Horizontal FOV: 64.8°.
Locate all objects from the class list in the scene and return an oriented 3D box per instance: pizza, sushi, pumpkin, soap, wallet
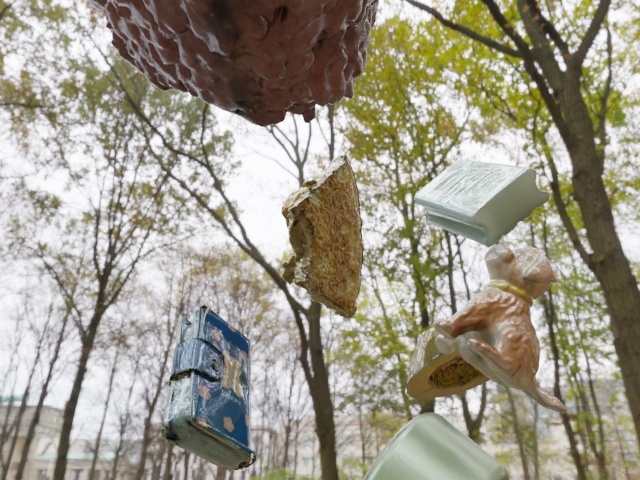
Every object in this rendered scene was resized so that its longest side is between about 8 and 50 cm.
[{"bbox_3d":[0.000,0.000,0.946,0.089,0.324,0.223,0,5,37],"label":"pizza"},{"bbox_3d":[-0.064,-0.228,0.438,0.270,0.236,0.171,32,-29,16],"label":"sushi"},{"bbox_3d":[0.253,0.209,0.964,0.217,0.110,0.217,-8,-36,-6],"label":"pumpkin"},{"bbox_3d":[0.242,-0.066,0.794,0.119,0.198,0.067,-38,-72,-4],"label":"soap"},{"bbox_3d":[-0.146,0.196,0.693,0.059,0.202,0.141,-33,-55,17],"label":"wallet"}]

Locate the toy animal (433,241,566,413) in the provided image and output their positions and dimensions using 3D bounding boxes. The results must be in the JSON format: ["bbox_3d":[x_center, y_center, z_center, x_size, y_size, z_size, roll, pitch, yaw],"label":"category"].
[{"bbox_3d":[0.275,0.104,0.670,0.183,0.185,0.104,33,-23,24],"label":"toy animal"}]

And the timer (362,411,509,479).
[{"bbox_3d":[0.206,0.419,0.619,0.315,0.291,0.291,23,-13,35],"label":"timer"}]
